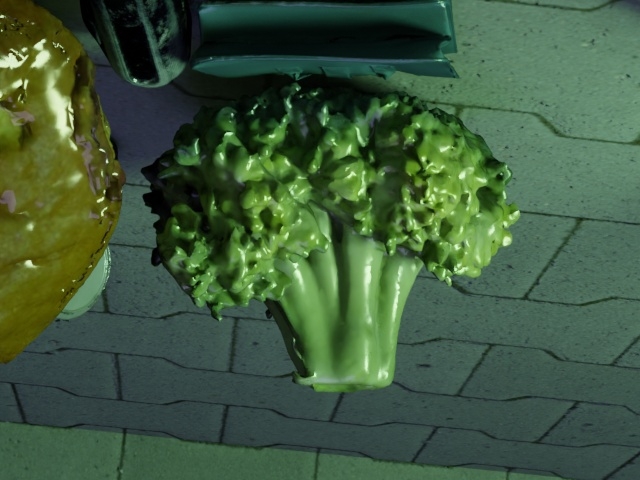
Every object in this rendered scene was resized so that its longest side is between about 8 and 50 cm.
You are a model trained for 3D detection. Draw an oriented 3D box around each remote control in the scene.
[{"bbox_3d":[-0.155,-0.196,1.492,0.090,0.066,0.266,-9,162,0],"label":"remote control"}]

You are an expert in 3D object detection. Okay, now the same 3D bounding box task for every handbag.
[{"bbox_3d":[0.006,-0.163,1.556,0.221,0.057,0.144,0,173,7],"label":"handbag"}]

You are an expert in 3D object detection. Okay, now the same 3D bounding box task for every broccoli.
[{"bbox_3d":[0.010,0.001,1.702,0.348,0.281,0.293,-1,167,-1],"label":"broccoli"}]

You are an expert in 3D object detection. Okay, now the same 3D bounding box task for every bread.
[{"bbox_3d":[-0.352,-0.060,1.505,0.398,0.398,0.215,15,-157,-27],"label":"bread"}]

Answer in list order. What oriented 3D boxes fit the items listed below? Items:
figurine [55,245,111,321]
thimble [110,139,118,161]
[{"bbox_3d":[-0.346,0.026,2.178,0.154,0.132,0.132,6,166,38],"label":"figurine"},{"bbox_3d":[-0.266,-0.075,1.906,0.104,0.066,0.095,16,157,-32],"label":"thimble"}]
